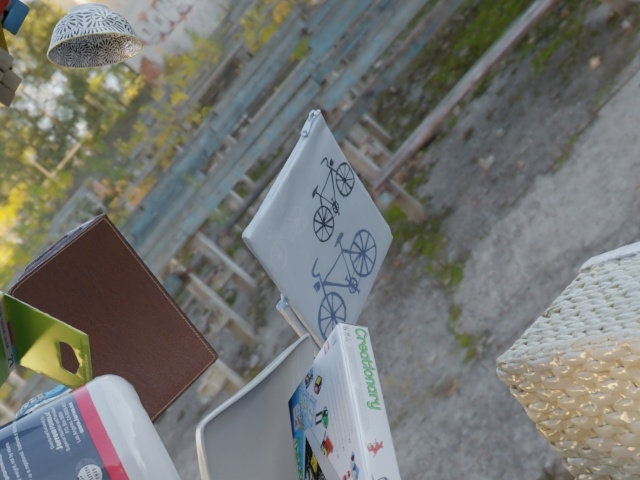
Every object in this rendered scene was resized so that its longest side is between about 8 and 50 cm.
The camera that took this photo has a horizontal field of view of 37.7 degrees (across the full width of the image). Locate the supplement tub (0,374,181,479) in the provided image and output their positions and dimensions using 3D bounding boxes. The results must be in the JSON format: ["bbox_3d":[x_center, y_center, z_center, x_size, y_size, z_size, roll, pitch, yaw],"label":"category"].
[{"bbox_3d":[-0.241,0.245,0.745,0.272,0.191,0.191,-26,2,-14],"label":"supplement tub"}]

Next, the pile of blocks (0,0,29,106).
[{"bbox_3d":[-0.392,-0.333,1.074,0.113,0.362,0.149,9,31,43],"label":"pile of blocks"}]

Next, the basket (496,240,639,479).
[{"bbox_3d":[0.473,0.187,1.222,0.266,0.328,0.331,-38,5,-27],"label":"basket"}]

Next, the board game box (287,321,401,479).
[{"bbox_3d":[0.028,0.288,1.269,0.305,0.053,0.193,-100,30,-44],"label":"board game box"}]

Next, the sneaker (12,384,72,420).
[{"bbox_3d":[-0.490,0.322,1.764,0.191,0.083,0.071,-35,-25,-32],"label":"sneaker"}]

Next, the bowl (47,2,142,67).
[{"bbox_3d":[-0.411,-0.377,1.690,0.170,0.080,0.170,-10,-7,-1],"label":"bowl"}]

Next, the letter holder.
[{"bbox_3d":[-0.353,0.149,1.495,0.214,0.301,0.152,-45,16,-32],"label":"letter holder"}]

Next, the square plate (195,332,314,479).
[{"bbox_3d":[-0.083,0.354,1.400,0.049,0.343,0.347,1,16,25],"label":"square plate"}]

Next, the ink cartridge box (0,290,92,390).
[{"bbox_3d":[-0.444,0.154,1.267,0.188,0.255,0.097,103,-167,-51],"label":"ink cartridge box"}]

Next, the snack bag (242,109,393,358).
[{"bbox_3d":[0.000,0.000,1.620,0.037,0.342,0.323,-2,46,35],"label":"snack bag"}]
